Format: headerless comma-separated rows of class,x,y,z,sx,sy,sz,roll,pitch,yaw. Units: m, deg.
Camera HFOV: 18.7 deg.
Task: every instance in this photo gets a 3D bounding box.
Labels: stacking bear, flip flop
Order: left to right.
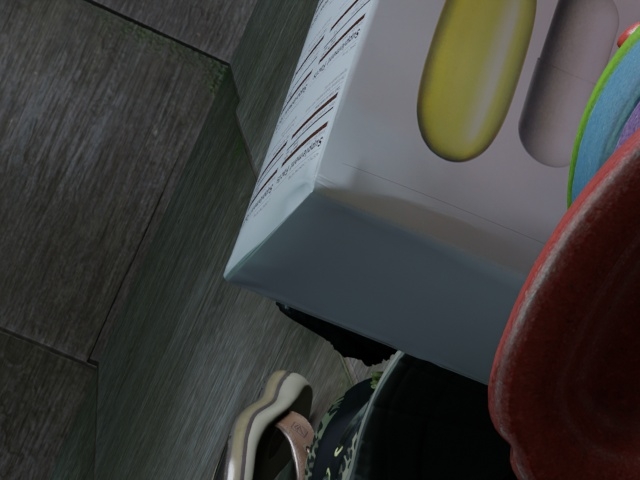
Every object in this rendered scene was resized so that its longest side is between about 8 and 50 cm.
flip flop,-0.032,0.172,1.354,0.277,0.080,0.112,-51,-17,-72
stacking bear,0.151,-0.016,0.624,0.289,0.175,0.164,-79,12,-76

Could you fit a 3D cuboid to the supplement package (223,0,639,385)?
supplement package,0.091,-0.055,0.861,0.149,0.194,0.203,138,152,-68

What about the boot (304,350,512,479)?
boot,0.052,0.093,1.056,0.178,0.085,0.236,-95,31,-74

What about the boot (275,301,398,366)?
boot,0.066,-0.024,1.090,0.207,0.094,0.246,-54,3,-5
